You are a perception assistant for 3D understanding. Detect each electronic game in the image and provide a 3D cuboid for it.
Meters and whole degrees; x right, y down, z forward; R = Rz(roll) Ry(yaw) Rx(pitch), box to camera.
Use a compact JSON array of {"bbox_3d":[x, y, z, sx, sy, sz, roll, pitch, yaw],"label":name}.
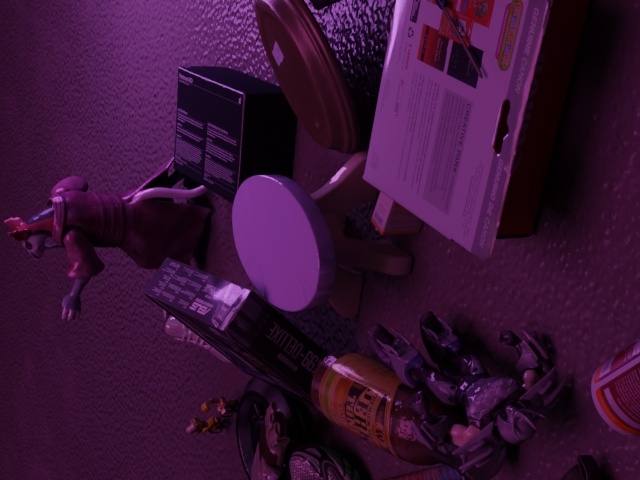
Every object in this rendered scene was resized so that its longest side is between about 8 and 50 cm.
[{"bbox_3d":[-0.080,0.338,1.980,0.229,0.048,0.229,22,116,57],"label":"electronic game"}]

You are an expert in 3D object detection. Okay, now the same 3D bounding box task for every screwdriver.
[{"bbox_3d":[0.144,-0.246,1.311,0.170,0.025,0.024,61,141,20],"label":"screwdriver"}]

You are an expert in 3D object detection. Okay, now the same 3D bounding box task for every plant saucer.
[{"bbox_3d":[-0.025,-0.244,1.702,0.278,0.041,0.278,61,171,16],"label":"plant saucer"}]

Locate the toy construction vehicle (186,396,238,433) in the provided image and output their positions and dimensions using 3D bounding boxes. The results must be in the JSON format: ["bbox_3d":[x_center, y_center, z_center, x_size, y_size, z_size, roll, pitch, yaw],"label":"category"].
[{"bbox_3d":[-0.194,0.314,2.137,0.086,0.098,0.035,-44,63,29],"label":"toy construction vehicle"}]

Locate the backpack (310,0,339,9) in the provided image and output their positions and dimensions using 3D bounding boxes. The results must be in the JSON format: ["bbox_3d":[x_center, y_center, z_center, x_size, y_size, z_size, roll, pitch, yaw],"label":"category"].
[{"bbox_3d":[0.003,-0.439,1.591,0.253,0.191,0.225,55,-161,-69],"label":"backpack"}]

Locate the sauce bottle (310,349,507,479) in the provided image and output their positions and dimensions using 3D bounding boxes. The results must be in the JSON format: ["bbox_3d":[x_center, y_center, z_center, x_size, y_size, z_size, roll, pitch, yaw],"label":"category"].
[{"bbox_3d":[0.112,0.231,1.579,0.344,0.111,0.111,14,105,59],"label":"sauce bottle"}]

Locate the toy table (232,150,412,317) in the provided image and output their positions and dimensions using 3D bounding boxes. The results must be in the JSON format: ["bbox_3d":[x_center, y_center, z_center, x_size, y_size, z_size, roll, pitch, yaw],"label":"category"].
[{"bbox_3d":[0.000,0.000,1.696,0.274,0.160,0.252,50,134,46],"label":"toy table"}]

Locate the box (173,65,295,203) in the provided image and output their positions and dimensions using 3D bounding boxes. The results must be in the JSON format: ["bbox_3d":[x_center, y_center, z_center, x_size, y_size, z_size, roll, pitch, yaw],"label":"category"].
[{"bbox_3d":[-0.148,-0.180,1.987,0.261,0.103,0.184,30,122,55],"label":"box"}]

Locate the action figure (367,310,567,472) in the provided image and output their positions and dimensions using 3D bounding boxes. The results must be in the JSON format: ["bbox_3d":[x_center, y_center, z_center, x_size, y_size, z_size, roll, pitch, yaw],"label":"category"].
[{"bbox_3d":[0.172,0.171,1.424,0.285,0.185,0.099,32,145,60],"label":"action figure"}]

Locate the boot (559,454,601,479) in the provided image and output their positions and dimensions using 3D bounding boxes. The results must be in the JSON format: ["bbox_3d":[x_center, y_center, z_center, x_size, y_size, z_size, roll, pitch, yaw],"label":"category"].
[{"bbox_3d":[0.303,0.400,1.315,0.229,0.091,0.263,53,133,51],"label":"boot"}]

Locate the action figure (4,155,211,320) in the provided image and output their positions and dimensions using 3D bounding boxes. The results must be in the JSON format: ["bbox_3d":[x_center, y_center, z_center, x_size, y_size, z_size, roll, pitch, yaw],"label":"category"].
[{"bbox_3d":[-0.373,-0.030,2.125,0.276,0.370,0.248,-50,54,45],"label":"action figure"}]

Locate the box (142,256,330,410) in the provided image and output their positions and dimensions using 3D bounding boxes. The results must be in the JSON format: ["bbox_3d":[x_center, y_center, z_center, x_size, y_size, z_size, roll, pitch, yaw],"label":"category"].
[{"bbox_3d":[-0.113,0.145,1.837,0.076,0.242,0.307,-55,30,-11],"label":"box"}]

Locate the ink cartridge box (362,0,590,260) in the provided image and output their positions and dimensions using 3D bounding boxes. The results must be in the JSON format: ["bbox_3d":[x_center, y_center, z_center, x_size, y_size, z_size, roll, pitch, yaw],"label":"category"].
[{"bbox_3d":[0.193,-0.166,1.376,0.272,0.130,0.310,41,128,51],"label":"ink cartridge box"}]

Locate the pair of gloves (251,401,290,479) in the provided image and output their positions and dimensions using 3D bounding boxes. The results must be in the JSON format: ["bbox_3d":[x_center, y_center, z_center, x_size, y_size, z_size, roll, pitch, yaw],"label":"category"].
[{"bbox_3d":[-0.073,0.385,1.826,0.240,0.042,0.204,-96,14,-45],"label":"pair of gloves"}]

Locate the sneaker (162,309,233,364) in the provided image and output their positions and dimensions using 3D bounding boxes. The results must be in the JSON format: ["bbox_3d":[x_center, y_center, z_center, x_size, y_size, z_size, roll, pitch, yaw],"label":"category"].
[{"bbox_3d":[-0.214,0.164,2.124,0.232,0.115,0.090,30,119,55],"label":"sneaker"}]

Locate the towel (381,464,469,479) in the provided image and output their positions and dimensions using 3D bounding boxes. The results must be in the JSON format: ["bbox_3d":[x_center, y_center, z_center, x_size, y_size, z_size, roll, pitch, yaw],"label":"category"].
[{"bbox_3d":[0.165,0.492,1.589,0.271,0.040,0.370,-32,66,56],"label":"towel"}]

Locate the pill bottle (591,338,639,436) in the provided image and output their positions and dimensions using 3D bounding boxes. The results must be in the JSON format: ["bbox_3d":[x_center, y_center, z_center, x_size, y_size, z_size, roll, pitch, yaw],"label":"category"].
[{"bbox_3d":[0.347,0.132,1.189,0.152,0.086,0.086,-49,52,51],"label":"pill bottle"}]

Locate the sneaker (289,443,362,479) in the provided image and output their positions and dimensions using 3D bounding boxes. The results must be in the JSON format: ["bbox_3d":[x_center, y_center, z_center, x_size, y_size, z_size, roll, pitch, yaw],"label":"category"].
[{"bbox_3d":[0.010,0.464,1.744,0.134,0.146,0.344,-44,54,53],"label":"sneaker"}]

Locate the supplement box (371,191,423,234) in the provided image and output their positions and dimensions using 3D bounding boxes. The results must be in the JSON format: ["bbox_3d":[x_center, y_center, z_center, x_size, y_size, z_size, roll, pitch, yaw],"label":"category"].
[{"bbox_3d":[0.113,-0.058,1.592,0.036,0.062,0.098,54,136,44],"label":"supplement box"}]
